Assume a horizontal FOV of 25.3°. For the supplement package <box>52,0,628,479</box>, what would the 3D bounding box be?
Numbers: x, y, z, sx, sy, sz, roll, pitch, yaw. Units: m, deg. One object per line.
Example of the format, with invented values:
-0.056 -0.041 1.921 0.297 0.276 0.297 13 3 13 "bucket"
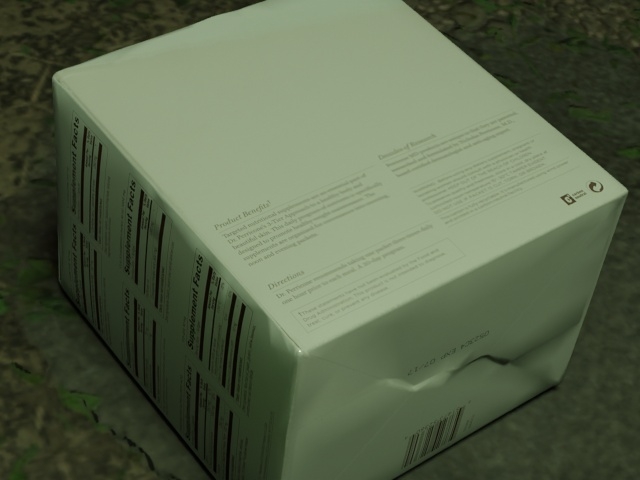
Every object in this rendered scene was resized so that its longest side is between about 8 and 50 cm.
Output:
0.000 0.000 0.711 0.194 0.149 0.203 -24 53 -29 "supplement package"
